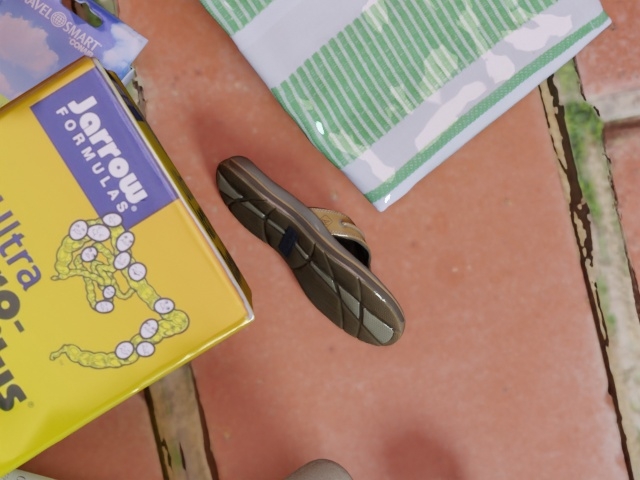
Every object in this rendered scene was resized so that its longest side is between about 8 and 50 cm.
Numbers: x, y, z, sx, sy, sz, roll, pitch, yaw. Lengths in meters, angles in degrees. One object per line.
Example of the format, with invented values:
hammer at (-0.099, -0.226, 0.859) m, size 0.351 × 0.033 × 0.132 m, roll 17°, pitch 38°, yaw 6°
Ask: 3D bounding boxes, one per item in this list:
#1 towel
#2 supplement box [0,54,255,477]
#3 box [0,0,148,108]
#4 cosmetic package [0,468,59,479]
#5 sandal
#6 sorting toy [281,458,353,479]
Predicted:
towel at (0.036, -0.213, 1.317) m, size 0.248 × 0.038 × 0.325 m, roll -40°, pitch 109°, yaw -7°
supplement box at (-0.241, 0.055, 1.203) m, size 0.356 × 0.194 × 0.195 m, roll -32°, pitch 94°, yaw -1°
box at (-0.216, -0.099, 1.327) m, size 0.109 × 0.042 × 0.178 m, roll 36°, pitch 83°, yaw -1°
cosmetic package at (-0.207, 0.264, 1.211) m, size 0.099 × 0.060 × 0.239 m, roll 15°, pitch 47°, yaw 2°
sandal at (0.000, 0.000, 1.332) m, size 0.180 × 0.072 × 0.049 m, roll 45°, pitch 60°, yaw 5°
sorting toy at (0.015, 0.267, 1.259) m, size 0.307 × 0.041 × 0.229 m, roll -33°, pitch 112°, yaw -15°
